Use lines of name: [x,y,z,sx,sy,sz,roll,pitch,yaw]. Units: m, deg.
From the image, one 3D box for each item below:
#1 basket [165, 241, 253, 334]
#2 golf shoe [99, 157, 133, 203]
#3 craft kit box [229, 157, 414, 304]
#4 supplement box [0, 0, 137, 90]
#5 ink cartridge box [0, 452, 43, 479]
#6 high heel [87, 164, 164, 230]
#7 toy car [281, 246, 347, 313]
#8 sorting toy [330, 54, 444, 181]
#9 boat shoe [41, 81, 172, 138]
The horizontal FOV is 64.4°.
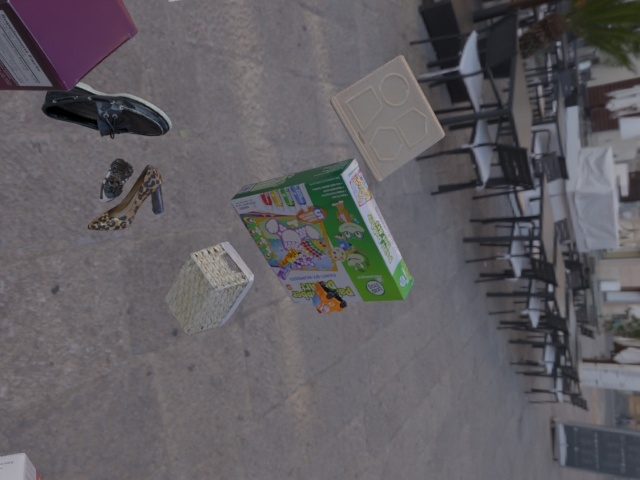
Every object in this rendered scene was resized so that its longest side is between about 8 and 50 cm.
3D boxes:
basket: [-0.234,0.100,1.052,0.103,0.167,0.113,-13,57,-51]
golf shoe: [-0.698,-0.202,1.712,0.077,0.094,0.198,38,31,-25]
craft kit box: [0.000,0.000,0.871,0.247,0.249,0.061,58,44,-26]
supplement box: [-0.285,-0.202,0.478,0.104,0.188,0.081,-60,146,-34]
ink cartridge box: [-0.280,0.278,0.433,0.063,0.109,0.151,-3,55,-21]
high heel: [-0.635,-0.139,1.640,0.261,0.093,0.186,-25,137,-33]
toy car: [-0.013,0.068,0.778,0.040,0.122,0.060,-49,144,6]
sorting toy: [0.139,-0.249,1.041,0.208,0.038,0.193,-36,103,-19]
boat shoe: [-0.567,-0.324,1.332,0.127,0.339,0.113,113,-3,-58]
